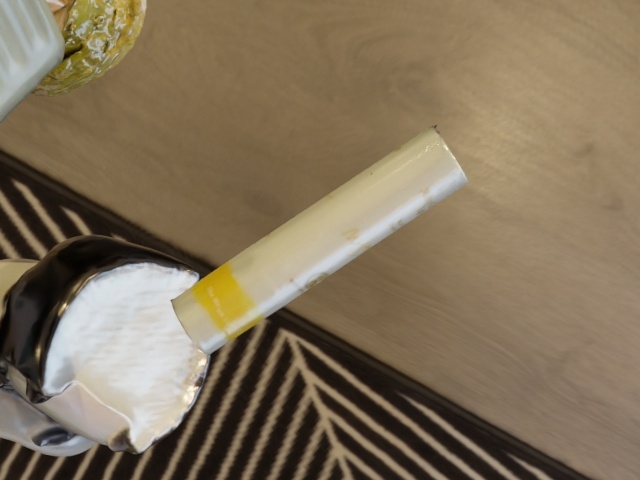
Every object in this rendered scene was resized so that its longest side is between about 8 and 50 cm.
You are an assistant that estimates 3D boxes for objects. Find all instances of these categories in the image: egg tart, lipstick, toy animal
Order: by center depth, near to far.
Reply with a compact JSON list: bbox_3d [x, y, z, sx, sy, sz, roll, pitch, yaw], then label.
[{"bbox_3d":[0.000,0.000,1.058,0.264,0.059,0.059,-33,93,4],"label":"lipstick"},{"bbox_3d":[-0.324,-0.283,1.340,0.294,0.123,0.294,7,119,13],"label":"egg tart"},{"bbox_3d":[-0.282,0.117,1.400,0.251,0.310,0.251,1,89,-43],"label":"toy animal"}]

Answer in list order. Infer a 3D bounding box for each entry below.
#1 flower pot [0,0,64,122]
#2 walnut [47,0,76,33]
[{"bbox_3d":[-0.288,-0.166,0.743,0.239,0.189,0.209,1,56,10],"label":"flower pot"},{"bbox_3d":[-0.321,-0.256,1.174,0.221,0.195,0.195,25,85,23],"label":"walnut"}]
